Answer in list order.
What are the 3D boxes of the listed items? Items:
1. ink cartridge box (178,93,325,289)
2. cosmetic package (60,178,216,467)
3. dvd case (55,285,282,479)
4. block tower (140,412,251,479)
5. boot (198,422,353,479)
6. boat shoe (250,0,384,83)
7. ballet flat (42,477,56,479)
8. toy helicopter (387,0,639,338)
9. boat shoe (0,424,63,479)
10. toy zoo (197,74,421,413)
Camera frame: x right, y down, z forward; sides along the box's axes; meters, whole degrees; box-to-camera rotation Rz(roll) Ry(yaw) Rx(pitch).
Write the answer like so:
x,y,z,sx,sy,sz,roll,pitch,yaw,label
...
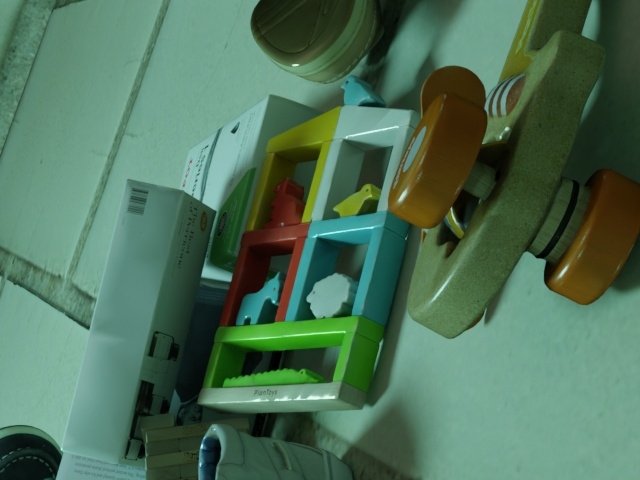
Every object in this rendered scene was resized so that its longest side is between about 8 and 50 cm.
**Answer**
x,y,z,sx,sy,sz,roll,pitch,yaw,label
-0.068,-0.026,1.774,0.219,0.092,0.160,-25,48,63,ink cartridge box
-0.154,0.075,1.642,0.099,0.060,0.239,36,-114,-75,cosmetic package
-0.136,0.154,1.699,0.029,0.179,0.239,46,-125,-62,dvd case
-0.088,0.273,1.484,0.335,0.097,0.091,-101,3,-54,block tower
-0.040,0.241,1.372,0.095,0.123,0.258,-59,21,29,boot
0.012,-0.212,1.720,0.121,0.110,0.341,-38,23,13,boat shoe
-0.264,0.415,1.833,0.139,0.139,0.400,-111,38,-63,ballet flat
0.135,-0.087,1.273,0.235,0.140,0.355,124,170,-59,toy helicopter
-0.400,0.437,2.089,0.156,0.187,0.500,-5,53,51,boat shoe
0.000,0.000,1.569,0.192,0.030,0.293,-9,61,50,toy zoo
